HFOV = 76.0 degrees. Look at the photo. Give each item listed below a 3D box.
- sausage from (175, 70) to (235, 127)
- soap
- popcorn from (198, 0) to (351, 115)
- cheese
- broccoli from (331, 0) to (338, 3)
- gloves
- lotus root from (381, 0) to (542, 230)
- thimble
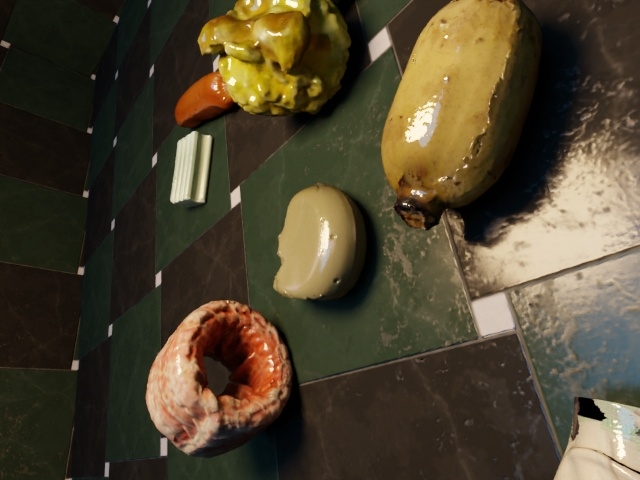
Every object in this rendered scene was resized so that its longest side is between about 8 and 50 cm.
[{"bbox_3d":[-0.334,-0.395,1.162,0.349,0.094,0.097,2,79,50],"label":"sausage"},{"bbox_3d":[-0.371,-0.200,1.178,0.119,0.067,0.197,-6,76,50],"label":"soap"},{"bbox_3d":[-0.082,-0.340,0.740,0.237,0.252,0.205,-11,79,51],"label":"popcorn"},{"bbox_3d":[0.000,0.000,0.682,0.176,0.091,0.202,-5,76,49],"label":"cheese"},{"bbox_3d":[0.002,-0.620,0.776,0.252,0.222,0.360,148,131,-71],"label":"broccoli"},{"bbox_3d":[0.237,0.242,0.321,0.128,0.111,0.211,-23,50,65],"label":"gloves"},{"bbox_3d":[0.161,-0.148,0.492,0.283,0.146,0.160,-70,21,0],"label":"lotus root"},{"bbox_3d":[-0.176,0.244,0.726,0.162,0.239,0.239,-44,51,33],"label":"thimble"}]
